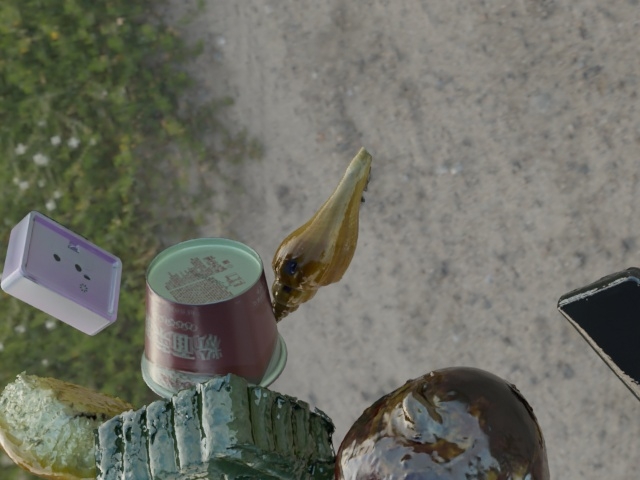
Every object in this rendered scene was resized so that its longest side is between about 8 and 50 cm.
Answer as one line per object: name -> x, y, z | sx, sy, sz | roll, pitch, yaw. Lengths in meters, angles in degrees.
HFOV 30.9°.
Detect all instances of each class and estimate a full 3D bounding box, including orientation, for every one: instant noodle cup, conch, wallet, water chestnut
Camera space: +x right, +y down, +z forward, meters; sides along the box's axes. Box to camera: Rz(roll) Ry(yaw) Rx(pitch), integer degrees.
instant noodle cup -> -0.172, 0.116, 1.783 | 0.235, 0.235, 0.178 | 23, 132, 34
conch -> -0.003, 0.001, 1.824 | 0.109, 0.093, 0.330 | 39, 118, 24
wallet -> 0.429, 0.142, 1.483 | 0.250, 0.044, 0.149 | 47, 140, -10
water chestnut -> 0.133, 0.250, 1.195 | 0.224, 0.224, 0.238 | 34, 154, 28

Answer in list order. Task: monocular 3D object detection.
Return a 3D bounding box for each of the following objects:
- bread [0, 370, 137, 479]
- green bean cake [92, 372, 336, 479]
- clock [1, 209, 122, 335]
bread -> -0.334, 0.266, 1.587 | 0.174, 0.245, 0.121 | 22, 88, 41
green bean cake -> -0.129, 0.277, 1.476 | 0.255, 0.241, 0.132 | -23, 57, 25
clock -> -0.439, 0.056, 1.977 | 0.063, 0.197, 0.150 | -35, 39, 30
